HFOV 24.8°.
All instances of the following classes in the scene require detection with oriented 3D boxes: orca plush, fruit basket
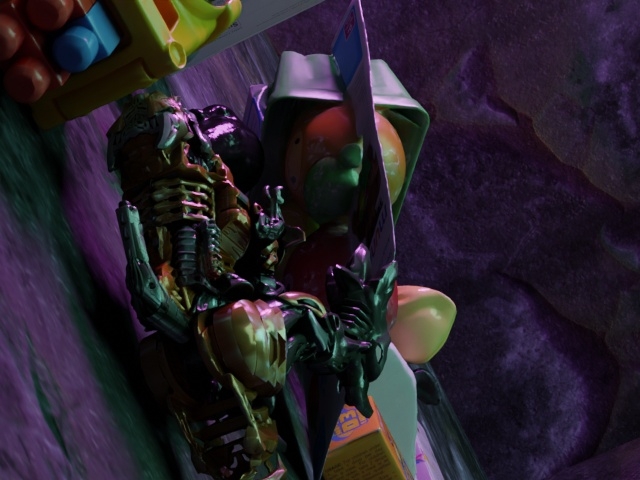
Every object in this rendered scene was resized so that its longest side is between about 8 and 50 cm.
[{"bbox_3d":[0.057,0.202,1.593,0.102,0.151,0.287,26,-24,45],"label":"orca plush"},{"bbox_3d":[0.000,0.000,1.348,0.353,0.165,0.327,-89,-169,-45],"label":"fruit basket"}]

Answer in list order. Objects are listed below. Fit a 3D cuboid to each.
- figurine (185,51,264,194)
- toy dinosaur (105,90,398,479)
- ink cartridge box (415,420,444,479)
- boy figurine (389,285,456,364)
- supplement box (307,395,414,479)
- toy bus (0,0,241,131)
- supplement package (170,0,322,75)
[{"bbox_3d":[-0.142,-0.137,1.237,0.215,0.092,0.209,65,9,6],"label":"figurine"},{"bbox_3d":[-0.065,0.068,0.960,0.218,0.164,0.322,16,77,-65],"label":"toy dinosaur"},{"bbox_3d":[0.114,0.304,1.820,0.127,0.072,0.175,58,10,-59],"label":"ink cartridge box"},{"bbox_3d":[0.033,0.033,1.637,0.285,0.092,0.177,37,-14,38],"label":"boy figurine"},{"bbox_3d":[0.069,0.277,1.485,0.233,0.080,0.078,61,4,-24],"label":"supplement box"},{"bbox_3d":[-0.172,-0.182,0.929,0.220,0.149,0.211,62,22,-19],"label":"toy bus"},{"bbox_3d":[-0.133,-0.350,1.585,0.145,0.204,0.262,56,11,-51],"label":"supplement package"}]
